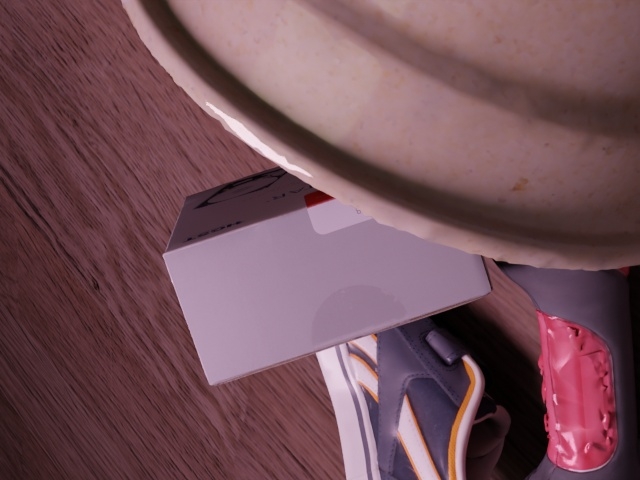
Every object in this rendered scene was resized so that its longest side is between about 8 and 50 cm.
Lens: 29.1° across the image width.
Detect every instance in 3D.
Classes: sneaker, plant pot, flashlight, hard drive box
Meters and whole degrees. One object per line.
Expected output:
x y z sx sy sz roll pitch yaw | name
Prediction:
0.071 0.108 0.959 0.126 0.127 0.321 46 -155 -60 | sneaker
0.108 -0.211 0.521 0.334 0.334 0.305 47 134 25 | plant pot
0.159 0.080 0.806 0.103 0.103 0.304 0 111 19 | flashlight
0.000 0.000 0.832 0.232 0.181 0.089 -111 2 -79 | hard drive box
